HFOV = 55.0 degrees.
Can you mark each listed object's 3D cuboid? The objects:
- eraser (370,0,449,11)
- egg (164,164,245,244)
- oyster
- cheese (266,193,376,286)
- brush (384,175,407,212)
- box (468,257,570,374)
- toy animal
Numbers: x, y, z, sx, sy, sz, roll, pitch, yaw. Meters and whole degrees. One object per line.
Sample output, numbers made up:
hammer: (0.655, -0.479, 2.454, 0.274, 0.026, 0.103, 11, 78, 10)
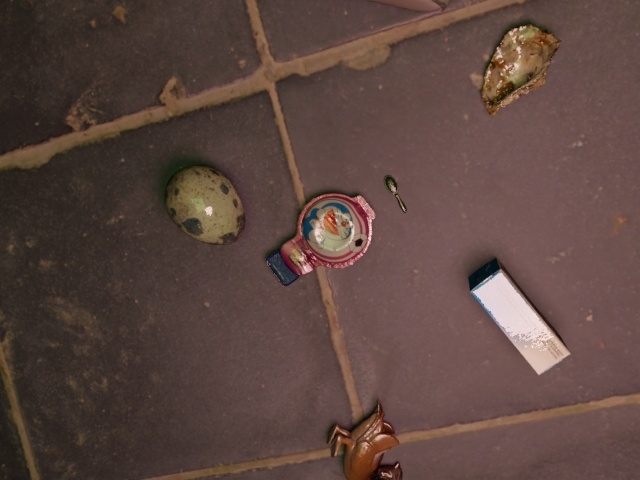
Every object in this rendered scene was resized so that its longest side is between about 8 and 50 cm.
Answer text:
eraser: (0.108, -0.520, 1.087, 0.332, 0.331, 0.149, 17, 97, 9)
egg: (-0.229, -0.068, 1.234, 0.141, 0.141, 0.181, -41, 96, 12)
oyster: (0.364, -0.312, 1.138, 0.105, 0.056, 0.177, 26, 100, 19)
cheese: (0.000, 0.000, 1.238, 0.244, 0.062, 0.155, -35, 91, 13)
brush: (0.151, -0.092, 1.225, 0.024, 0.008, 0.083, -27, 90, 9)
box: (0.364, 0.136, 1.143, 0.073, 0.139, 0.194, -40, 88, 13)
toy animal: (0.112, 0.422, 1.259, 0.179, 0.089, 0.188, 25, 100, -10)
